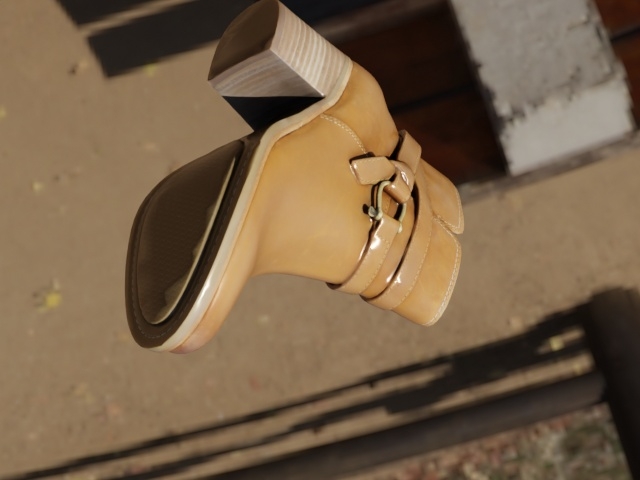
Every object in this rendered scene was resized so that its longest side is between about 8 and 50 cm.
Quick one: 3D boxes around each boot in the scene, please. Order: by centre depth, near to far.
[{"bbox_3d":[0.000,0.000,0.754,0.073,0.197,0.152,-15,133,43],"label":"boot"}]
